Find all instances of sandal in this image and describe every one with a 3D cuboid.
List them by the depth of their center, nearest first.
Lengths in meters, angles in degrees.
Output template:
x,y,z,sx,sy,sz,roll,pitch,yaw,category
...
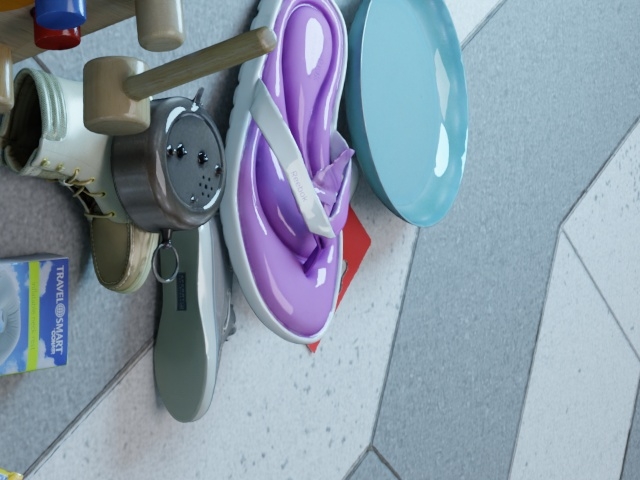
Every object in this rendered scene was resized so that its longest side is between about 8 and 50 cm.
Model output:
x,y,z,sx,sy,sz,roll,pitch,yaw,category
-0.019,-0.099,1.803,0.169,0.102,0.416,15,68,-41,sandal

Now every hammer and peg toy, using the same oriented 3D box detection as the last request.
x,y,z,sx,sy,sz,roll,pitch,yaw,category
-0.214,-0.195,1.300,0.361,0.266,0.127,15,64,-53,hammer and peg toy

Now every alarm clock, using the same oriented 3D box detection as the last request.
x,y,z,sx,sy,sz,roll,pitch,yaw,category
-0.142,-0.054,1.616,0.129,0.064,0.192,17,74,-57,alarm clock

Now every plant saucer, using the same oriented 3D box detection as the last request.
x,y,z,sx,sy,sz,roll,pitch,yaw,category
0.101,-0.173,2.038,0.317,0.043,0.318,9,80,-63,plant saucer

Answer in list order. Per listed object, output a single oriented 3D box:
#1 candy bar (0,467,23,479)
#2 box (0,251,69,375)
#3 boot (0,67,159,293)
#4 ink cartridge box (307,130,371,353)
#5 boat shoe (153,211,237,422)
x,y,z,sx,sy,sz,roll,pitch,yaw,category
-0.334,0.212,1.549,0.161,0.018,0.040,39,64,-51,candy bar
-0.296,0.071,1.561,0.178,0.042,0.109,-6,100,-53,box
-0.232,-0.055,1.603,0.165,0.077,0.213,1,89,-55,boot
0.000,0.000,1.956,0.225,0.056,0.181,56,52,-40,ink cartridge box
-0.121,0.077,1.772,0.081,0.079,0.228,-1,93,-50,boat shoe
